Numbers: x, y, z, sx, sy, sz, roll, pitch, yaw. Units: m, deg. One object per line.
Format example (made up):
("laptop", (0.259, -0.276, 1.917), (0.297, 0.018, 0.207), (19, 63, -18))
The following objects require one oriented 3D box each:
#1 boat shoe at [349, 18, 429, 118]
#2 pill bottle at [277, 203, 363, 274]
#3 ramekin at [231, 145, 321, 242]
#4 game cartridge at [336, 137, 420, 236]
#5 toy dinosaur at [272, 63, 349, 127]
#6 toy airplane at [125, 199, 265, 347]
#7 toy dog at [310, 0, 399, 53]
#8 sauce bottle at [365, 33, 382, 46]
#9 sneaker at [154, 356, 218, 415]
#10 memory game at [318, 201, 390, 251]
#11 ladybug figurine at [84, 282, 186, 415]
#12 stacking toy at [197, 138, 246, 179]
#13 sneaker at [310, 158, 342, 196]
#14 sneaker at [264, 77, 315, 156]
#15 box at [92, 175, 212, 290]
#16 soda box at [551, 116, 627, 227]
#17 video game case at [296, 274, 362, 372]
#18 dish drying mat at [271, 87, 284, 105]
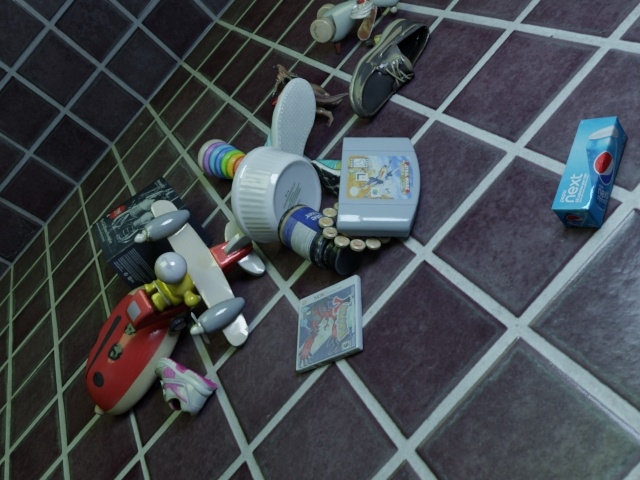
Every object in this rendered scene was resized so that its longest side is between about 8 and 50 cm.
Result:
("boat shoe", (0.205, -0.517, 1.708), (0.130, 0.132, 0.356), (11, 69, 51))
("pill bottle", (0.000, 0.000, 1.475), (0.219, 0.123, 0.123), (31, 83, 40))
("ramekin", (-0.109, -0.121, 1.604), (0.127, 0.273, 0.273), (9, 66, 36))
("game cartridge", (0.146, -0.141, 1.430), (0.197, 0.062, 0.298), (-2, 54, 9))
("toy dinosaur", (-0.048, -0.476, 1.883), (0.295, 0.200, 0.127), (23, 77, 52))
("toy airplane", (-0.352, 0.086, 1.626), (0.385, 0.272, 0.385), (8, 78, 16))
("toy dog", (0.122, -0.745, 1.995), (0.333, 0.161, 0.220), (8, 51, 45))
("sauce bottle", (0.197, -0.657, 1.910), (0.128, 0.042, 0.042), (14, 70, 52))
("sneaker", (-0.391, 0.398, 1.581), (0.252, 0.103, 0.111), (7, 63, 50))
("memory game", (0.087, -0.038, 1.416), (0.186, 0.186, 0.012), (-102, 15, -47))
("ladybug figurine", (-0.589, 0.322, 1.806), (0.305, 0.162, 0.450), (1, 60, 47))
("stacking toy", (-0.298, -0.260, 2.042), (0.330, 0.141, 0.141), (26, 80, 46))
("sneaker", (0.079, -0.183, 1.606), (0.110, 0.107, 0.275), (-45, 38, -22))
("sneaker", (-0.122, -0.321, 1.811), (0.150, 0.135, 0.366), (16, 93, 55))
("box", (-0.596, -0.027, 2.037), (0.312, 0.179, 0.343), (-37, 35, -10))
("soda box", (0.512, -0.130, 1.101), (0.071, 0.067, 0.210), (4, 63, 48))
("video game case", (0.019, 0.197, 1.382), (0.183, 0.023, 0.202), (-27, 43, 29))
("dish drying mat", (-0.155, -0.551, 2.223), (0.083, 0.008, 0.032), (-56, 35, -6))
